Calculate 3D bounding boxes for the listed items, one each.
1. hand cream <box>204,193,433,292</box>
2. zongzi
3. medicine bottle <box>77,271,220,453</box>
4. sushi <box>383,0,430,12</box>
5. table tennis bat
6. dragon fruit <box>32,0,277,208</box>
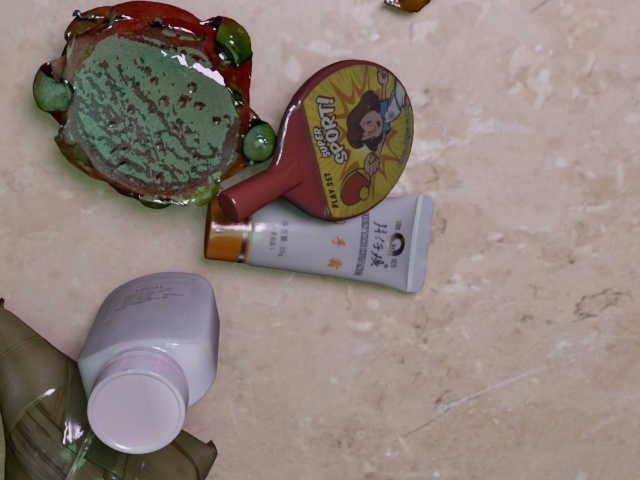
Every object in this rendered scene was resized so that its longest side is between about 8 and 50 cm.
[{"bbox_3d":[0.000,0.000,1.085,0.314,0.089,0.139,1,98,-14],"label":"hand cream"},{"bbox_3d":[-0.415,0.359,1.126,0.418,0.181,0.447,41,103,0],"label":"zongzi"},{"bbox_3d":[-0.209,0.139,0.992,0.161,0.296,0.111,-10,108,-3],"label":"medicine bottle"},{"bbox_3d":[0.130,-0.333,1.005,0.118,0.061,0.060,-45,98,-12],"label":"sushi"},{"bbox_3d":[0.004,-0.108,0.993,0.310,0.038,0.200,-33,120,-32],"label":"table tennis bat"},{"bbox_3d":[-0.196,-0.164,0.984,0.295,0.130,0.268,23,104,-12],"label":"dragon fruit"}]
